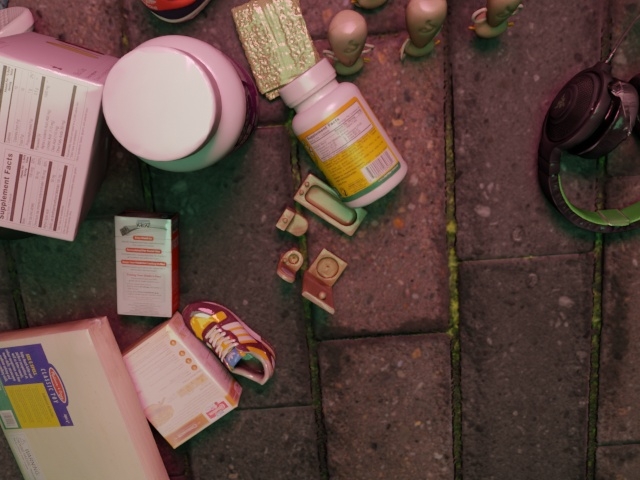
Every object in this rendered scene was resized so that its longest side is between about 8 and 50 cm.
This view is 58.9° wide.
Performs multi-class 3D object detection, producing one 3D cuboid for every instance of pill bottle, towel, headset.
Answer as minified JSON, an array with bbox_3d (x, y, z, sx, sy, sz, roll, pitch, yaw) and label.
[{"bbox_3d":[0.031,-0.161,0.855,0.117,0.117,0.208,-34,106,7],"label":"pill bottle"},{"bbox_3d":[-0.177,-0.180,0.761,0.169,0.301,0.169,0,103,0],"label":"pill bottle"},{"bbox_3d":[-0.066,-0.303,0.874,0.110,0.027,0.148,-21,104,6],"label":"towel"},{"bbox_3d":[0.461,-0.186,0.823,0.243,0.185,0.394,-5,115,1],"label":"headset"}]

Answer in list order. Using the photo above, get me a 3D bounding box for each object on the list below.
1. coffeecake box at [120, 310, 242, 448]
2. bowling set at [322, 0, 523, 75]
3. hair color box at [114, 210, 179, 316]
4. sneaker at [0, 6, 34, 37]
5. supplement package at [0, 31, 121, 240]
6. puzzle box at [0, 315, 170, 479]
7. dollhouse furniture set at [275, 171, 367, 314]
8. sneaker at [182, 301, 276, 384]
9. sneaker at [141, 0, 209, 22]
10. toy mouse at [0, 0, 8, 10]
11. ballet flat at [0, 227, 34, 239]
[{"bbox_3d":[-0.250,0.240,0.979,0.142,0.068,0.185,-35,101,8],"label":"coffeecake box"},{"bbox_3d":[0.134,-0.370,0.819,0.287,0.154,0.200,-8,85,3],"label":"bowling set"},{"bbox_3d":[-0.285,0.038,0.940,0.093,0.053,0.167,4,104,0],"label":"hair color box"},{"bbox_3d":[-0.498,-0.225,0.868,0.256,0.094,0.151,-50,143,-7],"label":"sneaker"},{"bbox_3d":[-0.365,-0.153,0.764,0.145,0.262,0.204,13,110,-18],"label":"supplement package"},{"bbox_3d":[-0.413,0.335,0.969,0.272,0.052,0.409,-10,104,21],"label":"puzzle box"},{"bbox_3d":[0.000,0.000,0.895,0.144,0.123,0.151,33,101,-8],"label":"dollhouse furniture set"},{"bbox_3d":[-0.154,0.171,0.955,0.185,0.084,0.069,34,101,-8],"label":"sneaker"},{"bbox_3d":[-0.135,-0.458,0.775,0.131,0.148,0.350,34,101,-8],"label":"sneaker"},{"bbox_3d":[-0.531,-0.383,0.850,0.161,0.031,0.143,31,101,-7],"label":"toy mouse"},{"bbox_3d":[-0.588,-0.061,0.893,0.280,0.096,0.095,19,102,-5],"label":"ballet flat"}]
